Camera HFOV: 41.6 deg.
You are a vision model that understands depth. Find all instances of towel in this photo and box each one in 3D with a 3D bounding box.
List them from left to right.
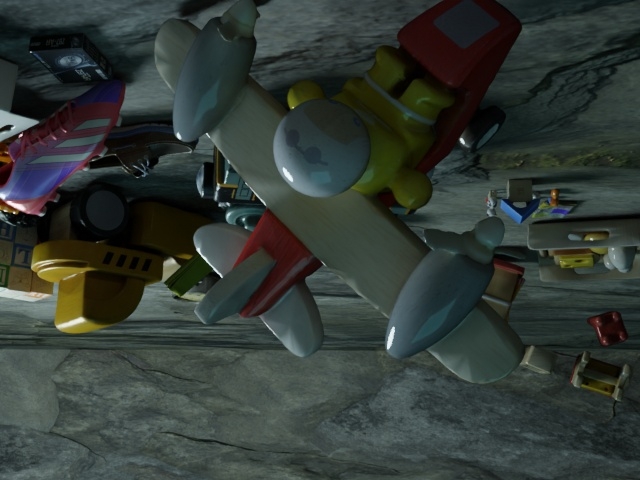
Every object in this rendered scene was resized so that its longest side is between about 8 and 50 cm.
[{"bbox_3d":[-0.173,0.015,1.507,0.237,0.021,0.102,-41,163,-5],"label":"towel"},{"bbox_3d":[0.416,-0.054,1.498,0.060,0.010,0.083,2,165,-4],"label":"towel"}]

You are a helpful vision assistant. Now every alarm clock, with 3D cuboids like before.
[{"bbox_3d":[-0.304,0.115,2.092,0.129,0.064,0.192,2,167,-2],"label":"alarm clock"}]

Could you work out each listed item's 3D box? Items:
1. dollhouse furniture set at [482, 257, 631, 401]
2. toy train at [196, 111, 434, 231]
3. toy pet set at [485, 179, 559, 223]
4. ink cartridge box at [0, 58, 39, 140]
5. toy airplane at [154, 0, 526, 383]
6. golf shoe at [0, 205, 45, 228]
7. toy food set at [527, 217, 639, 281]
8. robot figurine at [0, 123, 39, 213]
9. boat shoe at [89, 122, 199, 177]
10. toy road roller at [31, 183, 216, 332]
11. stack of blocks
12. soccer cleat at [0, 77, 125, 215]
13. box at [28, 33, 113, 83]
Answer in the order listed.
[{"bbox_3d":[0.470,0.184,1.789,0.373,0.201,0.152,18,173,9],"label":"dollhouse furniture set"},{"bbox_3d":[-0.004,-0.092,1.189,0.333,0.142,0.190,5,155,-11],"label":"toy train"},{"bbox_3d":[0.339,-0.054,1.403,0.122,0.065,0.114,-1,165,9],"label":"toy pet set"},{"bbox_3d":[-0.445,-0.186,1.002,0.115,0.067,0.198,-11,159,40],"label":"ink cartridge box"},{"bbox_3d":[0.004,-0.058,0.830,0.385,0.385,0.272,-1,175,14],"label":"toy airplane"},{"bbox_3d":[-0.560,-0.077,1.436,0.093,0.077,0.198,13,170,32],"label":"golf shoe"},{"bbox_3d":[0.532,0.034,1.654,0.219,0.093,0.306,-4,164,18],"label":"toy food set"},{"bbox_3d":[-0.522,-0.123,1.121,0.291,0.085,0.211,10,138,-41],"label":"robot figurine"},{"bbox_3d":[-0.263,-0.125,1.204,0.183,0.066,0.066,-1,165,11],"label":"boat shoe"},{"bbox_3d":[-0.360,0.054,1.540,0.329,0.241,0.202,14,161,-38],"label":"toy road roller"},{"bbox_3d":[-0.626,0.000,1.504,0.297,0.171,0.087,15,159,-39],"label":"stack of blocks"},{"bbox_3d":[-0.340,-0.125,1.078,0.095,0.083,0.248,29,126,-31],"label":"soccer cleat"},{"bbox_3d":[-0.290,-0.211,0.984,0.067,0.018,0.083,-1,164,10],"label":"box"}]
